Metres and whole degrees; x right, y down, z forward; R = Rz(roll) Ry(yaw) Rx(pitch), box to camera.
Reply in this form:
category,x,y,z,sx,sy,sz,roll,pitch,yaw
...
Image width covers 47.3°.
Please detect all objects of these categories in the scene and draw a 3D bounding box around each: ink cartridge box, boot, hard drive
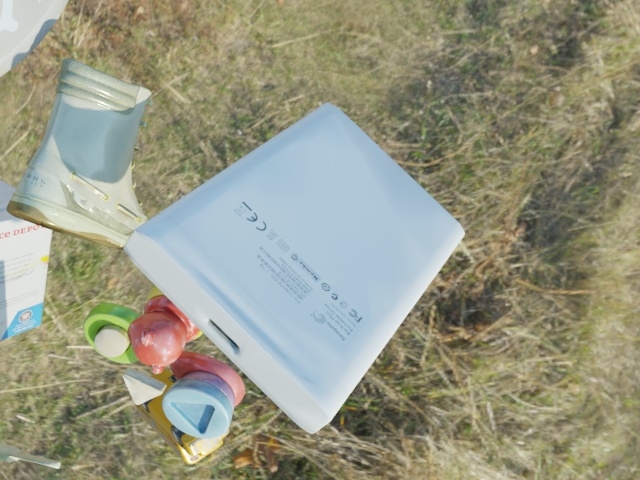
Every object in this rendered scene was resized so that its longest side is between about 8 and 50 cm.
category,x,y,z,sx,sy,sz,roll,pitch,yaw
ink cartridge box,-0.573,0.034,1.209,0.171,0.168,0.232,-22,134,-57
boot,-0.207,-0.076,0.749,0.213,0.077,0.165,27,78,-64
hard drive,0.000,0.000,0.757,0.233,0.047,0.353,44,41,2

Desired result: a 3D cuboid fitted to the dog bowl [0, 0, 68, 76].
category,x,y,z,sx,sy,sz,roll,pitch,yaw
dog bowl,-0.401,-0.298,0.658,0.349,0.102,0.348,0,81,2

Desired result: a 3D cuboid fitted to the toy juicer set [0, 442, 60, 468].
category,x,y,z,sx,sy,sz,roll,pitch,yaw
toy juicer set,-0.657,0.434,1.289,0.329,0.209,0.089,-4,95,-40

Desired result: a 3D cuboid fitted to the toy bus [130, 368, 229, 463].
category,x,y,z,sx,sy,sz,roll,pitch,yaw
toy bus,-0.331,0.412,1.709,0.108,0.333,0.130,-29,119,-28

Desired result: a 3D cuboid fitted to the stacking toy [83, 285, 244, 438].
category,x,y,z,sx,sy,sz,roll,pitch,yaw
stacking toy,-0.304,0.241,1.316,0.130,0.280,0.308,-64,139,-51
